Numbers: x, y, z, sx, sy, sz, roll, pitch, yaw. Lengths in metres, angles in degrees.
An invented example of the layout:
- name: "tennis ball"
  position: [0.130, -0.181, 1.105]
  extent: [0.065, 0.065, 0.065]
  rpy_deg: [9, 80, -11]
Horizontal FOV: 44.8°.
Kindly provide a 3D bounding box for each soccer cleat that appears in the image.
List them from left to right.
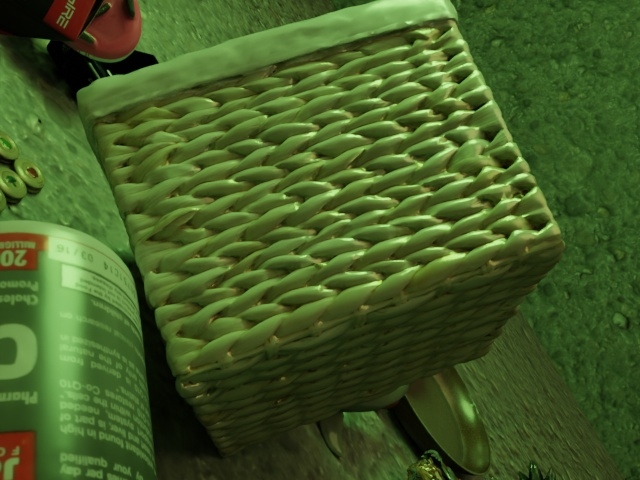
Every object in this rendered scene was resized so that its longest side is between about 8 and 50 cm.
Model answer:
- name: "soccer cleat"
  position: [-0.337, -0.338, 0.917]
  extent: [0.331, 0.116, 0.143]
  rpy_deg: [48, -18, -7]

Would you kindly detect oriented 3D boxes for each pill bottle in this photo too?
- name: "pill bottle"
  position: [-0.180, 0.139, 0.460]
  extent: [0.161, 0.161, 0.283]
  rpy_deg: [36, 26, -43]

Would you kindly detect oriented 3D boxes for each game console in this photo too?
- name: "game console"
  position: [-0.316, -0.293, 1.047]
  extent: [0.361, 0.044, 0.213]
  rpy_deg: [58, 17, 6]

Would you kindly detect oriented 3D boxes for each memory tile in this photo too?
- name: "memory tile"
  position: [-0.320, -0.075, 0.712]
  extent: [0.113, 0.012, 0.148]
  rpy_deg: [51, 20, -10]

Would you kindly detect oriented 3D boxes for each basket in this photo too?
- name: "basket"
  position: [0.000, 0.000, 0.722]
  extent: [0.328, 0.331, 0.266]
  rpy_deg: [91, -23, -66]

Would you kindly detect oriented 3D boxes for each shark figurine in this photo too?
- name: "shark figurine"
  position: [0.082, 0.173, 1.012]
  extent: [0.278, 0.116, 0.166]
  rpy_deg: [-2, 63, -41]

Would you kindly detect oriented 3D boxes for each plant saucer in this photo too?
- name: "plant saucer"
  position: [0.177, 0.255, 1.295]
  extent: [0.310, 0.050, 0.310]
  rpy_deg: [47, 20, -24]

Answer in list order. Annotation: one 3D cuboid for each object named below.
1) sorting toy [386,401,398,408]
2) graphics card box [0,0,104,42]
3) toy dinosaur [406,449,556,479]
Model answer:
- name: "sorting toy"
  position: [0.085, 0.199, 1.151]
  extent: [0.042, 0.061, 0.101]
  rpy_deg: [-28, 106, -72]
- name: "graphics card box"
  position: [-0.383, -0.299, 0.634]
  extent: [0.233, 0.094, 0.371]
  rpy_deg: [18, -11, 40]
- name: "toy dinosaur"
  position: [0.235, 0.428, 1.066]
  extent: [0.218, 0.164, 0.321]
  rpy_deg: [-28, 102, -57]
